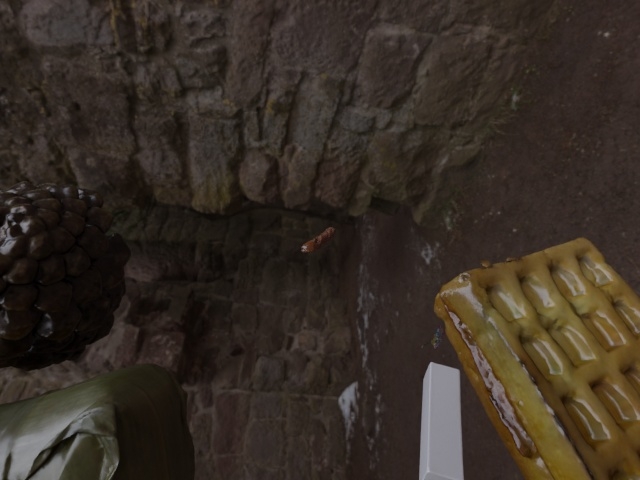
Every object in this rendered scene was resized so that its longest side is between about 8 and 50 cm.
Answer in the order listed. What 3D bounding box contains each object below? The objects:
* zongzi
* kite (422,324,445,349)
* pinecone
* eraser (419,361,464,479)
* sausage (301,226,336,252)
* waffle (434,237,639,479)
[{"bbox_3d":[-0.266,0.336,0.398,0.174,0.357,0.392,-45,-58,-78],"label":"zongzi"},{"bbox_3d":[0.194,0.165,0.737,0.078,0.002,0.044,129,166,-77],"label":"kite"},{"bbox_3d":[-0.294,0.043,0.450,0.204,0.185,0.179,84,178,-56],"label":"pinecone"},{"bbox_3d":[0.284,0.431,1.015,0.298,0.078,0.076,-67,-12,-54],"label":"eraser"},{"bbox_3d":[0.000,0.000,1.205,0.042,0.036,0.158,-32,1,36],"label":"sausage"},{"bbox_3d":[0.278,0.159,0.428,0.327,0.224,0.098,64,151,27],"label":"waffle"}]
